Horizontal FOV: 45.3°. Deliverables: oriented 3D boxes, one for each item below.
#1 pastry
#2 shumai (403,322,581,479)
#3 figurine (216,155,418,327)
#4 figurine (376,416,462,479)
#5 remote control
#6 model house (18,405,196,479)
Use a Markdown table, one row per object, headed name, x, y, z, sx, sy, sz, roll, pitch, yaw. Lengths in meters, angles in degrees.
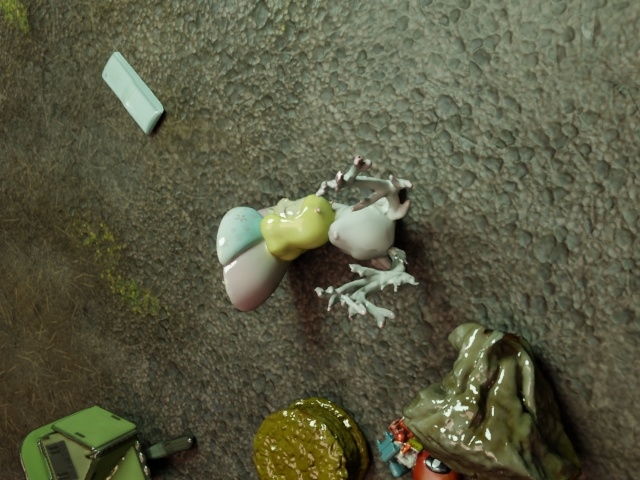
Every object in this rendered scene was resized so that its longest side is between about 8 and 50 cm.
| name | x | y | z | sx | sy | sz | roll | pitch | yaw |
| --- | --- | --- | --- | --- | --- | --- | --- | --- | --- |
| pastry | -0.015 | 0.348 | 1.240 | 0.188 | 0.103 | 0.189 | 7 | 103 | 33 |
| shumai | 0.232 | 0.208 | 0.991 | 0.218 | 0.183 | 0.186 | 28 | 116 | 42 |
| figurine | 0.006 | 0.012 | 1.069 | 0.315 | 0.284 | 0.207 | -15 | 92 | 24 |
| figurine | 0.151 | 0.333 | 1.144 | 0.140 | 0.068 | 0.075 | 44 | 118 | 22 |
| remote control | -0.343 | -0.267 | 1.388 | 0.162 | 0.029 | 0.061 | 49 | 120 | 17 |
| model house | -0.390 | 0.413 | 1.453 | 0.278 | 0.218 | 0.205 | -20 | 89 | 31 |
